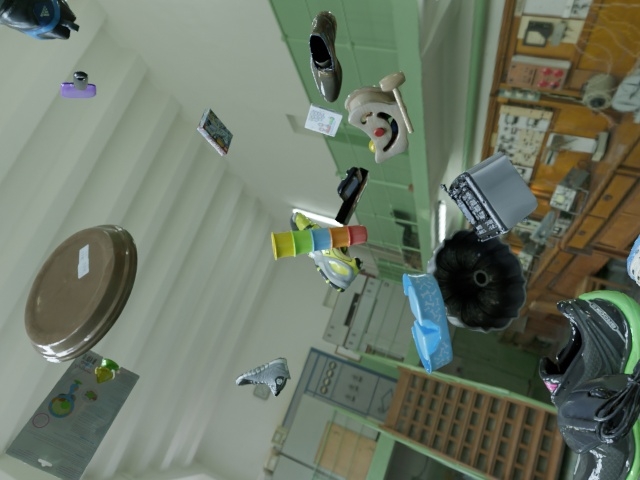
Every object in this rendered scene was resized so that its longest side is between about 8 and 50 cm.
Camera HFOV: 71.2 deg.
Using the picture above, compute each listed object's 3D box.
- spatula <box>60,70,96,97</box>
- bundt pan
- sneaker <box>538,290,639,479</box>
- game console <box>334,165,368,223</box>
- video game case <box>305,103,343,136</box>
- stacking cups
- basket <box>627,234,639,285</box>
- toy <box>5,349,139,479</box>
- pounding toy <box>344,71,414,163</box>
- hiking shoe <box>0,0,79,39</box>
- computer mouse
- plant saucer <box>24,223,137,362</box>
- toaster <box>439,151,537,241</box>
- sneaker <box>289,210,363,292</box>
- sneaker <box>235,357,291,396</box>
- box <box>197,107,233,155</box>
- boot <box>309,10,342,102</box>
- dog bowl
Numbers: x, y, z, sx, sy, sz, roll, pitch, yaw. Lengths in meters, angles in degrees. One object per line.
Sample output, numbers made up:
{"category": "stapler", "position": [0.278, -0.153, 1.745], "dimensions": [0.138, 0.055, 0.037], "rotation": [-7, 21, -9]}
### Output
{"category": "spatula", "position": [-0.579, -0.373, 1.077], "dimensions": [0.084, 0.296, 0.031], "rotation": [-7, -77, -29]}
{"category": "bundt pan", "position": [0.475, 0.131, 1.416], "dimensions": [0.331, 0.330, 0.124], "rotation": [-66, 7, -21]}
{"category": "sneaker", "position": [0.606, 0.353, 1.022], "dimensions": [0.185, 0.202, 0.484], "rotation": [5, -93, -73]}
{"category": "game console", "position": [0.103, -0.161, 1.538], "dimensions": [0.213, 0.043, 0.361], "rotation": [-65, -10, 1]}
{"category": "video game case", "position": [0.013, -0.527, 1.965], "dimensions": [0.157, 0.143, 0.019], "rotation": [120, 165, -66]}
{"category": "stacking cups", "position": [0.000, 0.000, 1.482], "dimensions": [0.096, 0.315, 0.096], "rotation": [173, 90, -82]}
{"category": "basket", "position": [0.686, 0.003, 0.785], "dimensions": [0.289, 0.201, 0.255], "rotation": [-32, -32, -54]}
{"category": "toy", "position": [-0.491, 0.350, 0.906], "dimensions": [0.056, 0.136, 0.237], "rotation": [-45, 17, 39]}
{"category": "pounding toy", "position": [0.155, -0.305, 1.179], "dimensions": [0.270, 0.154, 0.155], "rotation": [71, -172, -52]}
{"category": "hiking shoe", "position": [-0.512, -0.402, 0.782], "dimensions": [0.132, 0.304, 0.113], "rotation": [25, -77, -41]}
{"category": "computer mouse", "position": [0.428, 0.244, 0.679], "dimensions": [0.188, 0.072, 0.272], "rotation": [-38, -33, -15]}
{"category": "plant saucer", "position": [-0.463, 0.087, 0.846], "dimensions": [0.041, 0.277, 0.278], "rotation": [44, -117, -51]}
{"category": "toaster", "position": [0.387, -0.101, 1.037], "dimensions": [0.110, 0.186, 0.168], "rotation": [-32, -8, -2]}
{"category": "sneaker", "position": [0.022, 0.016, 1.675], "dimensions": [0.147, 0.385, 0.145], "rotation": [-43, -30, 8]}
{"category": "sneaker", "position": [-0.223, 0.567, 1.777], "dimensions": [0.132, 0.228, 0.086], "rotation": [67, -173, 20]}
{"category": "box", "position": [-0.364, -0.376, 1.554], "dimensions": [0.137, 0.027, 0.094], "rotation": [50, -140, -46]}
{"category": "boot", "position": [0.004, -0.419, 1.076], "dimensions": [0.106, 0.082, 0.219], "rotation": [-71, -21, -45]}
{"category": "dog bowl", "position": [0.303, 0.225, 1.256], "dimensions": [0.166, 0.074, 0.298], "rotation": [-104, -1, -73]}
